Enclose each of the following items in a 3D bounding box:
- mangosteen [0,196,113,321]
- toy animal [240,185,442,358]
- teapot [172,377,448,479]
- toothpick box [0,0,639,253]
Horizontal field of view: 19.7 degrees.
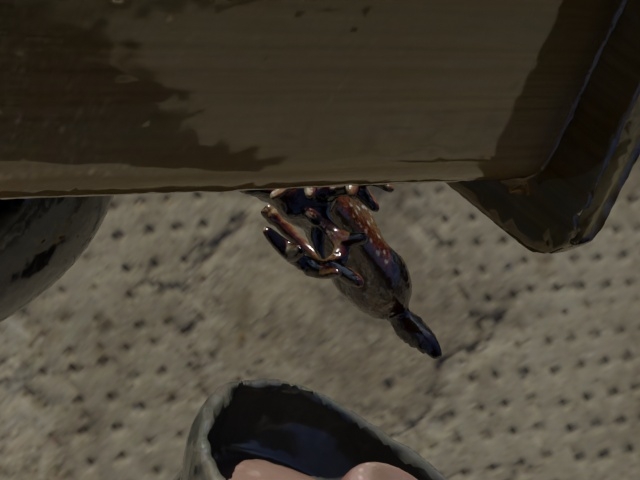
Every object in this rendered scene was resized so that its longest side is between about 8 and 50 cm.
[{"bbox_3d":[-0.324,-0.104,1.510,0.382,0.435,0.382,6,78,-30],"label":"mangosteen"},{"bbox_3d":[0.012,-0.016,1.334,0.087,0.260,0.243,-51,128,0],"label":"toy animal"},{"bbox_3d":[-0.080,0.262,0.938,0.305,0.362,0.376,46,16,28],"label":"teapot"},{"bbox_3d":[-0.040,-0.110,0.528,0.308,0.187,0.190,-4,36,-45],"label":"toothpick box"}]
